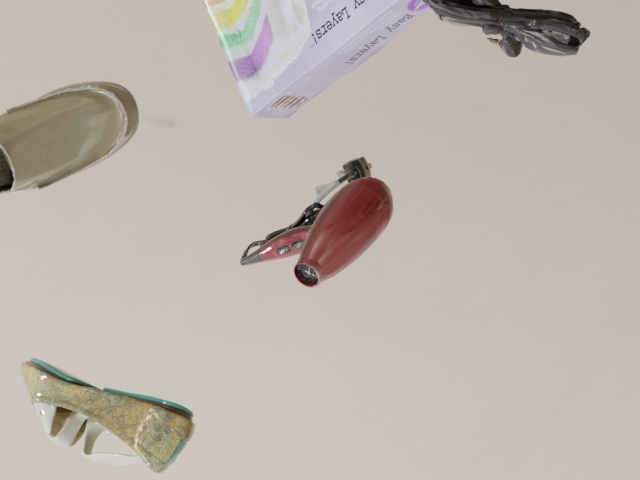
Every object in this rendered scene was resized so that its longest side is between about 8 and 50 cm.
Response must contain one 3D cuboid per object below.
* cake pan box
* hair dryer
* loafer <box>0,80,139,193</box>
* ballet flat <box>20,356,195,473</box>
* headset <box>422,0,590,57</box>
[{"bbox_3d":[-0.012,-0.291,1.389,0.070,0.267,0.245,-7,-110,-51],"label":"cake pan box"},{"bbox_3d":[0.000,0.000,1.766,0.080,0.223,0.293,47,-173,-10],"label":"hair dryer"},{"bbox_3d":[-0.327,-0.098,1.507,0.092,0.269,0.102,-121,10,-73],"label":"loafer"},{"bbox_3d":[-0.333,0.258,1.988,0.123,0.349,0.123,-19,-66,-49],"label":"ballet flat"},{"bbox_3d":[0.164,-0.340,1.042,0.243,0.185,0.394,134,155,-76],"label":"headset"}]
